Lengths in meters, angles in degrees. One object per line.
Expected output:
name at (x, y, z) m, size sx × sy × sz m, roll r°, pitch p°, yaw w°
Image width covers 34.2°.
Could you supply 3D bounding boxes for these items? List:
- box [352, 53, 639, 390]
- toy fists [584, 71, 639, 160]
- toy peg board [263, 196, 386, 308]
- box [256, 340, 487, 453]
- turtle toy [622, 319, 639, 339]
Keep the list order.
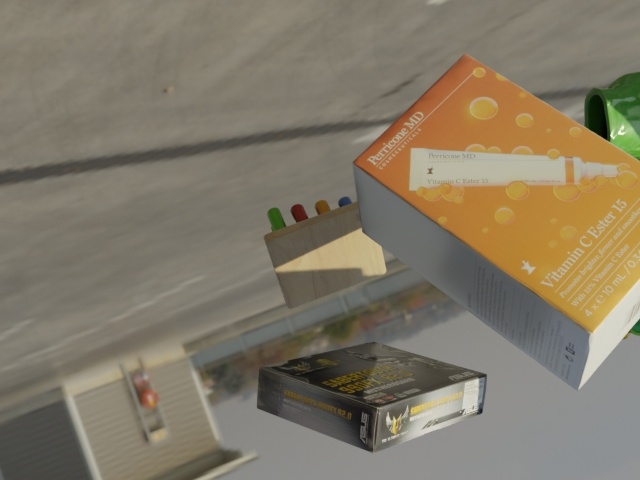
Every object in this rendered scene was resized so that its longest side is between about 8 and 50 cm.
box at (0.238, -0.027, 1.244) m, size 0.215 × 0.345 × 0.168 m, roll -45°, pitch 155°, yaw -17°
toy fists at (0.473, -0.109, 1.536) m, size 0.142 × 0.279 × 0.096 m, roll -9°, pitch -172°, yaw -12°
toy peg board at (0.000, 0.000, 1.544) m, size 0.161 × 0.079 × 0.161 m, roll -21°, pitch 139°, yaw -5°
box at (0.066, 0.184, 1.274) m, size 0.183 × 0.056 × 0.231 m, roll 14°, pitch -168°, yaw 40°
turtle toy at (0.528, 0.116, 1.646) m, size 0.130 × 0.066 × 0.095 m, roll 14°, pitch -135°, yaw 27°
